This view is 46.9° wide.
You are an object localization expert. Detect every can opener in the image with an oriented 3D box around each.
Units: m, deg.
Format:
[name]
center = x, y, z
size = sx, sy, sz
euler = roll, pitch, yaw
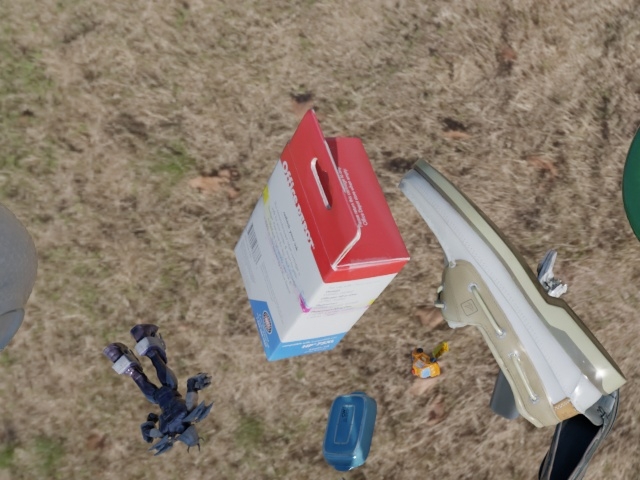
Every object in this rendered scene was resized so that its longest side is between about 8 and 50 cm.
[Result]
[can opener]
center = 0.256, 0.120, 0.962
size = 0.093, 0.074, 0.280
euler = 19, 134, 25

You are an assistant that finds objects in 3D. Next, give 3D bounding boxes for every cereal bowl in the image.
[cereal bowl]
center = -0.515, 0.106, 1.010
size = 0.141, 0.339, 0.339
euler = 40, 112, 2

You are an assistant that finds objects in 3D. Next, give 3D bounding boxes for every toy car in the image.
[toy car]
center = 0.173, 0.193, 1.229
size = 0.060, 0.041, 0.122
euler = 43, 157, 25

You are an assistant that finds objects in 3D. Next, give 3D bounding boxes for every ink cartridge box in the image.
[ink cartridge box]
center = 0.000, 0.000, 0.677
size = 0.231, 0.078, 0.134
euler = -56, 47, 51

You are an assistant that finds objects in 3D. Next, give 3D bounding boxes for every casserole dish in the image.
[casserole dish]
center = 0.060, 0.415, 1.637
size = 0.114, 0.037, 0.188
euler = -6, 50, 29

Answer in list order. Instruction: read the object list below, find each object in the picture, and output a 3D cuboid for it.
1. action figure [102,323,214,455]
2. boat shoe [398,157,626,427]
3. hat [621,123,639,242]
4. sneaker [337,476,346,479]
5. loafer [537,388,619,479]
[action figure]
center = -0.311, 0.301, 1.477
size = 0.185, 0.099, 0.285
euler = -39, 67, 1
[boat shoe]
center = 0.166, 0.050, 0.751
size = 0.103, 0.113, 0.302
euler = -42, 70, 15
[hat]
center = 0.352, -0.033, 0.573
size = 0.173, 0.184, 0.208
euler = -61, 39, 13
[sneaker]
center = 0.005, 0.393, 0.990
size = 0.081, 0.094, 0.208
euler = 51, 158, 39
[loafer]
center = 0.458, 0.326, 1.293
size = 0.096, 0.084, 0.267
euler = 20, 81, 22
